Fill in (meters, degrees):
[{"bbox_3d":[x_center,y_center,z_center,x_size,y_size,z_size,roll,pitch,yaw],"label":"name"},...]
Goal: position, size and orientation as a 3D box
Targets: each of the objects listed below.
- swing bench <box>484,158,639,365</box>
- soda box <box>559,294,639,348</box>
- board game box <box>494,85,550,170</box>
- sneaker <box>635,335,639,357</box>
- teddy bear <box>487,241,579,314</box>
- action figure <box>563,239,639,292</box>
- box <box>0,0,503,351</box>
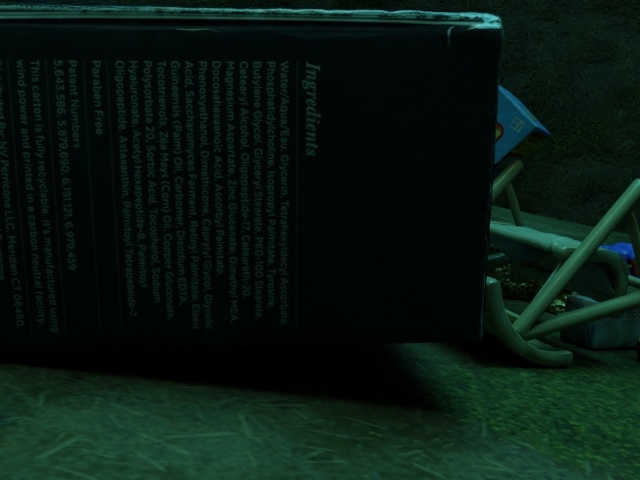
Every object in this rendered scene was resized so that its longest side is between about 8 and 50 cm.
[{"bbox_3d":[0.250,0.033,1.080,0.255,0.165,0.253,-31,23,-16],"label":"swing bench"},{"bbox_3d":[0.414,0.110,1.165,0.183,0.063,0.058,3,8,-33],"label":"soda box"},{"bbox_3d":[0.211,-0.099,1.340,0.086,0.302,0.308,50,18,9],"label":"board game box"},{"bbox_3d":[0.510,0.116,1.115,0.235,0.097,0.084,3,10,-35],"label":"sneaker"},{"bbox_3d":[0.346,0.036,1.454,0.245,0.113,0.338,5,9,-14],"label":"teddy bear"},{"bbox_3d":[0.452,0.021,1.139,0.139,0.091,0.280,-17,4,-18],"label":"action figure"},{"bbox_3d":[-0.107,-0.104,0.900,0.472,0.297,0.480,-2,16,-4],"label":"box"}]
